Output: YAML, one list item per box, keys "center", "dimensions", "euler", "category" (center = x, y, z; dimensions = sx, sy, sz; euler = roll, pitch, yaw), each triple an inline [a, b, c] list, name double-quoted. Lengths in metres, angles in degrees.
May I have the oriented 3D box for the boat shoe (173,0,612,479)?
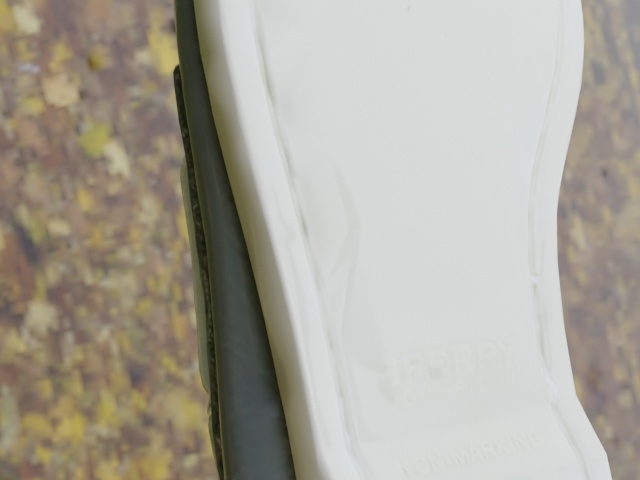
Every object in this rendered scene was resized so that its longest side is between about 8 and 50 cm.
- center: [0.000, 0.000, 0.471]
  dimensions: [0.116, 0.099, 0.319]
  euler: [1, 77, -39]
  category: "boat shoe"
